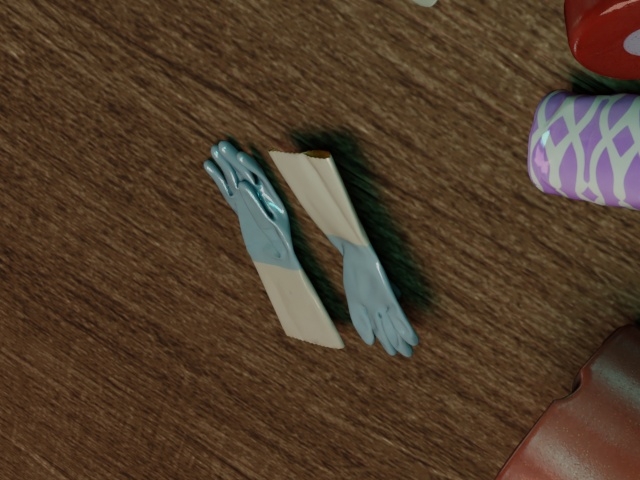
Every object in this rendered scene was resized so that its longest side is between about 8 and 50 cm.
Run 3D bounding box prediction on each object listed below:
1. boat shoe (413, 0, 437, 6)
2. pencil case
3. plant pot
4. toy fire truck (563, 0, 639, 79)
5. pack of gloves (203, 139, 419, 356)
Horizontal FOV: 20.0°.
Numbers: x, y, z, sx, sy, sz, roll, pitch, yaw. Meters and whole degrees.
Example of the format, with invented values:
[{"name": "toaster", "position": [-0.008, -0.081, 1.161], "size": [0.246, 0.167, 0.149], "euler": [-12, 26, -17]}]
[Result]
[{"name": "boat shoe", "position": [0.079, -0.286, 1.173], "size": [0.114, 0.091, 0.303], "euler": [42, 152, 30]}, {"name": "pencil case", "position": [0.250, -0.059, 1.292], "size": [0.206, 0.088, 0.086], "euler": [13, 101, 31]}, {"name": "plant pot", "position": [0.286, 0.222, 1.438], "size": [0.265, 0.272, 0.272], "euler": [39, 146, 14]}, {"name": "toy fire truck", "position": [0.227, -0.231, 1.011], "size": [0.253, 0.169, 0.302], "euler": [-16, 153, 26]}, {"name": "pack of gloves", "position": [0.000, 0.000, 1.624], "size": [0.195, 0.046, 0.232], "euler": [12, 136, 49]}]
